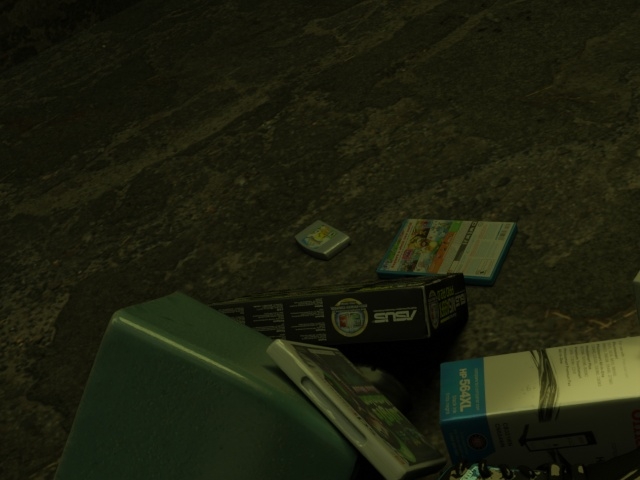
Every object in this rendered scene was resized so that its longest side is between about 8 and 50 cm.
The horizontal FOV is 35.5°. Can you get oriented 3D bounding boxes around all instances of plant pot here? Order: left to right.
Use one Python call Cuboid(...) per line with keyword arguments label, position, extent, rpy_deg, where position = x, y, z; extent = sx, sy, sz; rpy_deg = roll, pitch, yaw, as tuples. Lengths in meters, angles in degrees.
Cuboid(label="plant pot", position=(-0.095, 0.217, 0.983), extent=(0.252, 0.247, 0.247), rpy_deg=(21, 4, 5))

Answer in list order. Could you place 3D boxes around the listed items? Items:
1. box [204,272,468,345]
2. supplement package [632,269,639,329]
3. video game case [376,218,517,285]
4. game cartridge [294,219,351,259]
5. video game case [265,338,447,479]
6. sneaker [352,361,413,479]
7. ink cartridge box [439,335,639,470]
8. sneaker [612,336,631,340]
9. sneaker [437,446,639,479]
Cuboid(label="box", position=(0.024, 0.086, 1.205), extent=(0.270, 0.060, 0.216), rpy_deg=(-6, 0, 19))
Cuboid(label="supplement package", position=(0.438, 0.039, 1.119), extent=(0.105, 0.105, 0.179), rpy_deg=(13, 47, 39))
Cuboid(label="video game case", position=(0.173, 0.014, 1.368), extent=(0.166, 0.015, 0.119), rpy_deg=(3, 41, 30))
Cuboid(label="game cartridge", position=(0.000, 0.000, 1.475), extent=(0.056, 0.017, 0.083), rpy_deg=(-39, 38, -19))
Cuboid(label="video game case", position=(0.041, 0.167, 0.988), extent=(0.173, 0.190, 0.022), rpy_deg=(44, 96, 19))
Cuboid(label="sneaker", position=(-0.043, 0.205, 1.145), extent=(0.286, 0.109, 0.130), rpy_deg=(-2, 47, 30))
Cuboid(label="ink cartridge box", position=(0.231, 0.185, 0.984), extent=(0.203, 0.148, 0.085), rpy_deg=(-10, 35, 15))
Cuboid(label="sneaker", position=(0.312, 0.138, 1.114), extent=(0.109, 0.040, 0.043), rpy_deg=(-17, 18, -1))
Cuboid(label="sneaker", position=(0.178, 0.243, 0.897), extent=(0.341, 0.125, 0.139), rpy_deg=(-26, 63, 0))
